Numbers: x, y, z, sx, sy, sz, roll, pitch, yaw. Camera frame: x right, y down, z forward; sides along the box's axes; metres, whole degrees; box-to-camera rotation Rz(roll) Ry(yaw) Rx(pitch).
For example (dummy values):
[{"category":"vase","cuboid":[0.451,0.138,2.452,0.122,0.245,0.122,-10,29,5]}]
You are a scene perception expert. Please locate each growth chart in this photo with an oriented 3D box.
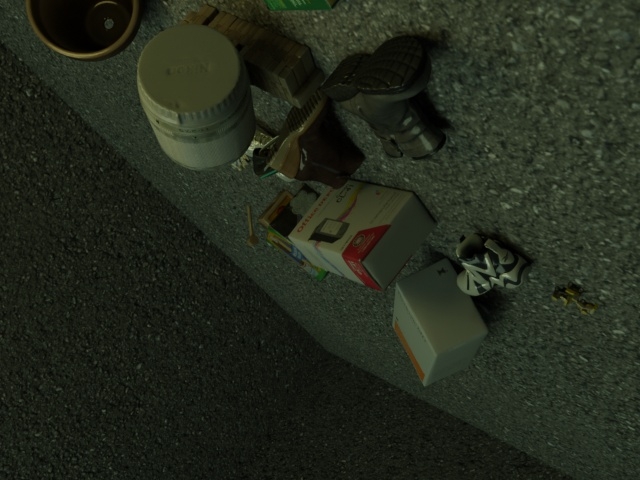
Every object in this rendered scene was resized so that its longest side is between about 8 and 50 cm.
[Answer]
[{"category":"growth chart","cuboid":[-0.301,-0.294,2.301,0.172,0.021,0.237,38,165,0]}]

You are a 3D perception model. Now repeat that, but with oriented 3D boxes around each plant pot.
[{"category":"plant pot","cuboid":[-0.547,-0.558,1.735,0.263,0.263,0.229,39,-176,-2]}]

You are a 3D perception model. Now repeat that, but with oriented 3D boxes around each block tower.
[{"category":"block tower","cuboid":[-0.153,-0.398,1.504,0.335,0.091,0.097,30,164,26]}]

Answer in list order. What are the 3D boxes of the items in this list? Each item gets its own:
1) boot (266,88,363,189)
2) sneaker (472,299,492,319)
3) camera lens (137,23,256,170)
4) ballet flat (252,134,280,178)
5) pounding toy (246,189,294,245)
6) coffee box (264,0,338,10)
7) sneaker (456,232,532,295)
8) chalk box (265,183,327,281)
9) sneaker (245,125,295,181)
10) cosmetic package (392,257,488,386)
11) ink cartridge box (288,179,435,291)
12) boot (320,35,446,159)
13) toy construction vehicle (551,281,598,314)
[{"category":"boot","cuboid":[0.014,-0.227,1.626,0.207,0.090,0.248,14,135,-29]},{"category":"sneaker","cuboid":[0.416,0.192,2.002,0.052,0.058,0.135,47,163,-31]},{"category":"camera lens","cuboid":[-0.250,-0.285,1.462,0.219,0.219,0.274,36,165,10]},{"category":"ballet flat","cuboid":[-0.077,-0.225,1.790,0.280,0.095,0.096,-10,101,40]},{"category":"pounding toy","cuboid":[-0.156,-0.062,2.294,0.181,0.206,0.094,42,165,-14]},{"category":"coffee box","cuboid":[-0.053,-0.449,1.213,0.184,0.040,0.113,21,158,50]},{"category":"sneaker","cuboid":[0.357,0.045,1.632,0.153,0.094,0.235,43,165,-12]},{"category":"chalk box","cuboid":[0.000,0.000,2.167,0.289,0.180,0.179,39,165,2]},{"category":"sneaker","cuboid":[-0.133,-0.257,1.923,0.232,0.090,0.115,32,160,-13]},{"category":"cosmetic package","cuboid":[0.327,0.249,2.020,0.453,0.162,0.230,79,165,-67]},{"category":"ink cartridge box","cuboid":[0.097,-0.024,1.775,0.306,0.226,0.131,18,155,50]},{"category":"boot","cuboid":[0.154,-0.239,1.263,0.223,0.118,0.338,41,176,-21]},{"category":"toy construction vehicle","cuboid":[0.553,0.132,1.543,0.098,0.035,0.086,33,164,20]}]
